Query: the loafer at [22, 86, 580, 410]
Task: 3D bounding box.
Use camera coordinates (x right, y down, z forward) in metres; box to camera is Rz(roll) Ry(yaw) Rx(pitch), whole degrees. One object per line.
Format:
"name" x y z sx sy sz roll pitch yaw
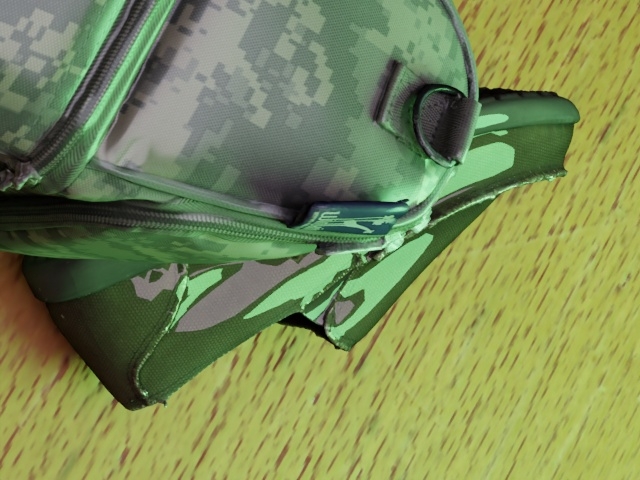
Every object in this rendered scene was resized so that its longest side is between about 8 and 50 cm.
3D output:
"loafer" 0.000 0.000 1.206 0.366 0.134 0.130 -21 104 -19

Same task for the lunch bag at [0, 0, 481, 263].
"lunch bag" -0.096 -0.093 0.906 0.256 0.305 0.213 29 77 -25
